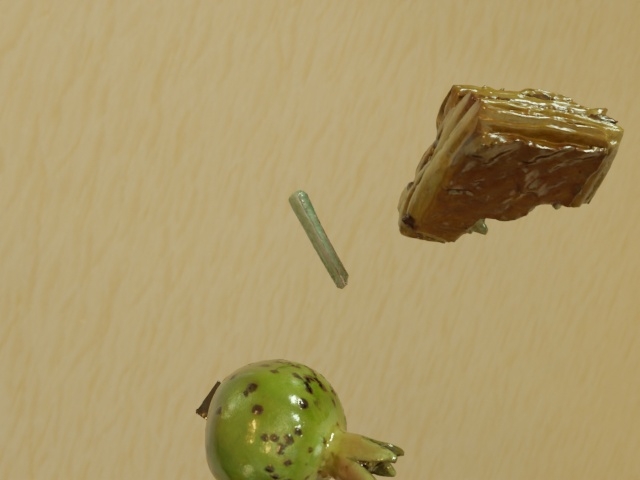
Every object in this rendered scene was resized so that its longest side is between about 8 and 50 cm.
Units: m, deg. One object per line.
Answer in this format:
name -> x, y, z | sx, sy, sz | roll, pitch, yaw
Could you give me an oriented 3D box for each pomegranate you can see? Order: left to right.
pomegranate -> -0.030, 0.296, 1.360 | 0.285, 0.231, 0.231 | 21, 3, 2

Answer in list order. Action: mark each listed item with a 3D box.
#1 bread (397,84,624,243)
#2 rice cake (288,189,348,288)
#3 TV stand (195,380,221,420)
bread -> 0.327, -0.141, 1.683 | 0.314, 0.192, 0.370 | 6, -36, -15
rice cake -> 0.000, 0.000, 1.749 | 0.033, 0.208, 0.033 | -19, 13, 43
TV stand -> -0.124, 0.402, 1.929 | 0.269, 0.088, 0.083 | 30, -12, 18
